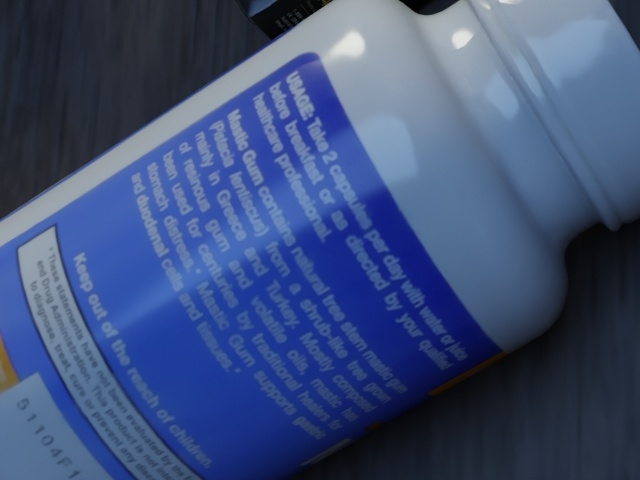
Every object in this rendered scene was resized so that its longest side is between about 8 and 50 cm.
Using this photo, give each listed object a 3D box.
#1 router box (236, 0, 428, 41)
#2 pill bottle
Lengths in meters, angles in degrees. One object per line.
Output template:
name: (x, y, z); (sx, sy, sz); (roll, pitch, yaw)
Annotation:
router box: (0.014, -0.270, 0.577); (0.243, 0.081, 0.309); (-34, 67, 10)
pill bottle: (0.000, 0.000, 0.473); (0.272, 0.152, 0.152); (-31, 67, 12)
